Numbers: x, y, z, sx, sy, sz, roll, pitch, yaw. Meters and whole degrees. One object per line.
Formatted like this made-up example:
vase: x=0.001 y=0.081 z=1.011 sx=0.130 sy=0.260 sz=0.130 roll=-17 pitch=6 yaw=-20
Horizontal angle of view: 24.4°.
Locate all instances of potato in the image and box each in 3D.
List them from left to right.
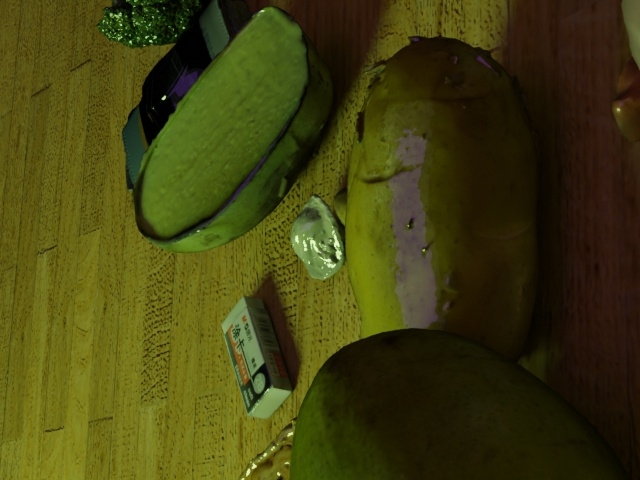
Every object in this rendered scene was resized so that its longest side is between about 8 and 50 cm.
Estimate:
potato: x=-0.071 y=-0.093 z=1.515 sx=0.271 sy=0.111 sz=0.160 roll=-52 pitch=47 yaw=11
potato: x=0.045 y=-0.023 z=1.384 sx=0.092 sy=0.045 sz=0.046 roll=47 pitch=119 yaw=47
potato: x=0.098 y=-0.020 z=1.225 sx=0.173 sy=0.140 sz=0.300 roll=-11 pitch=76 yaw=46

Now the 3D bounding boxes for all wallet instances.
wallet: x=-0.152 y=-0.162 z=1.693 sx=0.231 sy=0.069 sz=0.170 roll=-49 pitch=39 yaw=33

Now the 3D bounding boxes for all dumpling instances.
dumpling: x=-0.002 y=0.000 z=1.436 sx=0.076 sy=0.052 sz=0.057 roll=-58 pitch=27 yaw=10

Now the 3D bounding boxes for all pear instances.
pear: x=0.099 y=0.211 z=1.048 sx=0.253 sy=0.253 sz=0.307 roll=-58 pitch=45 yaw=26

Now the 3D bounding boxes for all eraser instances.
eraser: x=-0.066 y=0.118 z=1.511 sx=0.052 sy=0.029 sz=0.122 roll=-51 pitch=42 yaw=33

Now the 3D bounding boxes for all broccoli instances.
broccoli: x=-0.194 y=-0.288 z=1.726 sx=0.146 sy=0.138 sz=0.162 roll=-45 pitch=12 yaw=9

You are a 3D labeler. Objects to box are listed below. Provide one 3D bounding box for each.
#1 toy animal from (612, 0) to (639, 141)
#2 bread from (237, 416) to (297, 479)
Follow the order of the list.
toy animal: x=0.314 y=-0.153 z=0.944 sx=0.281 sy=0.169 sz=0.195 roll=5 pitch=49 yaw=53
bread: x=0.022 y=0.241 z=1.251 sx=0.149 sy=0.143 sz=0.158 roll=-52 pitch=46 yaw=32
